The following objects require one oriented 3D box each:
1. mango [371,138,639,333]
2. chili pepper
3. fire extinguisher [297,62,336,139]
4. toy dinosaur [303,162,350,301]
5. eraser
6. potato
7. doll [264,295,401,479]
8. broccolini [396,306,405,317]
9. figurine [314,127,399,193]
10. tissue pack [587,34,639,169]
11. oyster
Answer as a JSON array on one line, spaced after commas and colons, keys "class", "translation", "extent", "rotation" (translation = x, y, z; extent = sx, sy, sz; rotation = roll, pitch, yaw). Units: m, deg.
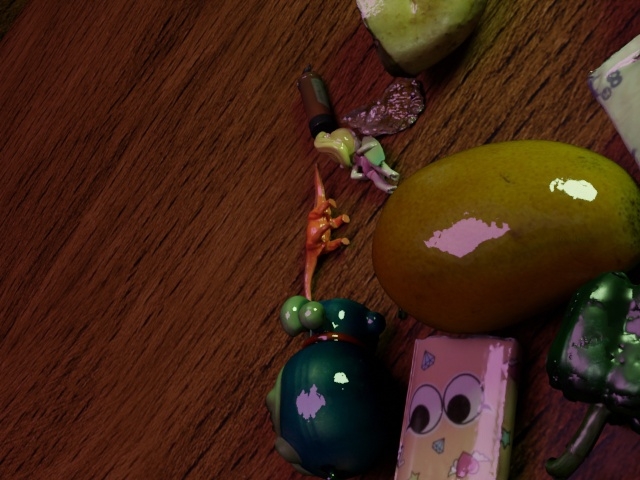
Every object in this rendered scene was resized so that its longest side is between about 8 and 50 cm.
[{"class": "mango", "translation": [0.249, -0.011, 1.284], "extent": [0.378, 0.221, 0.264], "rotation": [-10, 48, 32]}, {"class": "chili pepper", "translation": [0.349, 0.169, 1.139], "extent": [0.165, 0.174, 0.261], "rotation": [14, 80, 23]}, {"class": "fire extinguisher", "translation": [-0.012, -0.263, 1.799], "extent": [0.062, 0.050, 0.177], "rotation": [101, 160, -50]}, {"class": "toy dinosaur", "translation": [0.005, 0.002, 1.652], "extent": [0.101, 0.055, 0.280], "rotation": [-26, 55, 47]}, {"class": "eraser", "translation": [0.187, 0.277, 1.303], "extent": [0.171, 0.087, 0.291], "rotation": [-7, 66, 45]}, {"class": "potato", "translation": [0.176, -0.424, 1.566], "extent": [0.242, 0.242, 0.285], "rotation": [-31, 33, 32]}, {"class": "doll", "translation": [0.022, 0.214, 1.427], "extent": [0.186, 0.198, 0.322], "rotation": [-19, 48, 25]}, {"class": "broccolini", "translation": [0.139, 0.055, 1.513], "extent": [0.035, 0.030, 0.140], "rotation": [4, 76, 9]}, {"class": "figurine", "translation": [0.064, -0.139, 1.641], "extent": [0.083, 0.083, 0.187], "rotation": [-55, 50, 11]}, {"class": "tissue pack", "translation": [0.494, -0.139, 1.159], "extent": [0.242, 0.125, 0.344], "rotation": [-39, 46, 28]}, {"class": "oyster", "translation": [0.117, -0.231, 1.663], "extent": [0.146, 0.045, 0.122], "rotation": [23, 74, 48]}]
